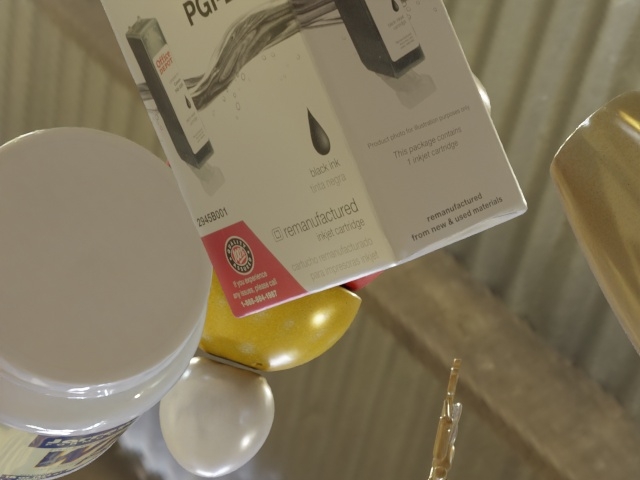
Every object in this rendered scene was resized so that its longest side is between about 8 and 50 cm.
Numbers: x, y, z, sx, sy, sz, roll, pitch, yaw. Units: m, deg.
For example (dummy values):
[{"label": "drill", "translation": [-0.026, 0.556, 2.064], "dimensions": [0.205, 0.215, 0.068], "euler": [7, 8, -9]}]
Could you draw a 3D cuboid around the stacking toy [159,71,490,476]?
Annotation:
[{"label": "stacking toy", "translation": [-0.047, 0.011, 1.681], "dimensions": [0.350, 0.350, 0.480], "euler": [7, -102, 49]}]

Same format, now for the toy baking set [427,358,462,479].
[{"label": "toy baking set", "translation": [0.164, 0.269, 2.129], "dimensions": [0.030, 0.197, 0.256], "euler": [12, -35, 7]}]

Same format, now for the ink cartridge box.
[{"label": "ink cartridge box", "translation": [-0.014, -0.086, 0.807], "dimensions": [0.158, 0.092, 0.218], "euler": [-21, -89, 55]}]

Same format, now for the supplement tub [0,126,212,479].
[{"label": "supplement tub", "translation": [-0.225, 0.058, 1.334], "dimensions": [0.235, 0.235, 0.325], "euler": [59, -26, 6]}]

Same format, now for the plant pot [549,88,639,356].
[{"label": "plant pot", "translation": [0.362, -0.010, 1.629], "dimensions": [0.274, 0.256, 0.256], "euler": [49, -38, 19]}]
